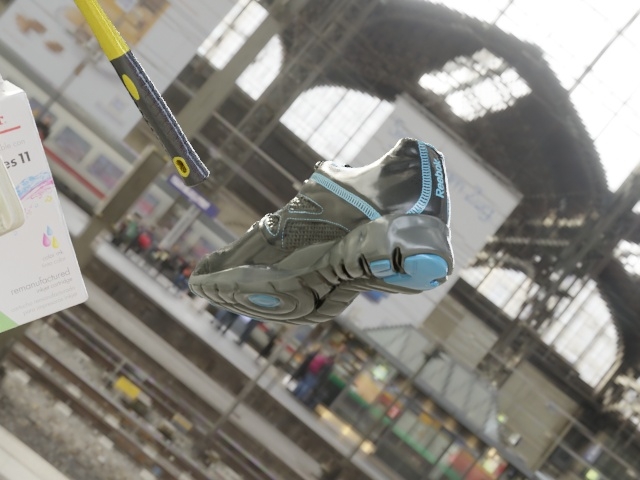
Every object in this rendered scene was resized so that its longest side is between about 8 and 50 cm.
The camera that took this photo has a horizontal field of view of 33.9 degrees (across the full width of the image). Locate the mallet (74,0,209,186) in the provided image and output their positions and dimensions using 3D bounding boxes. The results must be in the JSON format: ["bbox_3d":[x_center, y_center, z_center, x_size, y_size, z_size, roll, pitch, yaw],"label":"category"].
[{"bbox_3d":[-0.113,-0.115,0.600,0.062,0.039,0.190,-24,-70,39],"label":"mallet"}]

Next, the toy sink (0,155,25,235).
[{"bbox_3d":[-0.336,-0.052,0.823,0.234,0.131,0.153,-23,92,-65],"label":"toy sink"}]

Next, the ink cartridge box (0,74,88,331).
[{"bbox_3d":[-0.439,-0.064,1.285,0.119,0.207,0.353,28,-45,59],"label":"ink cartridge box"}]

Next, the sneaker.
[{"bbox_3d":[0.000,0.000,1.087,0.341,0.140,0.125,-15,-30,40],"label":"sneaker"}]
